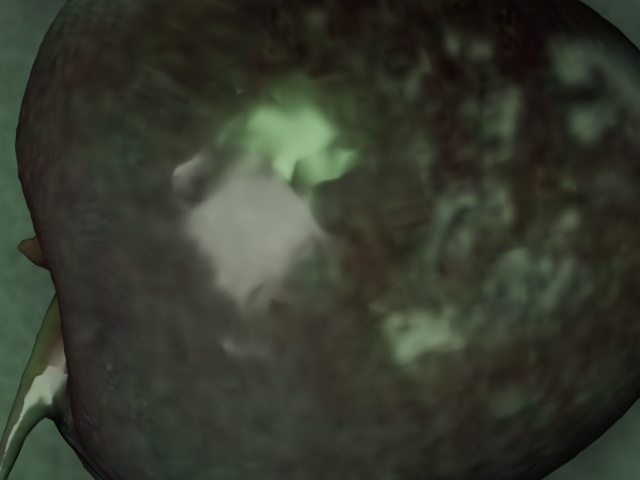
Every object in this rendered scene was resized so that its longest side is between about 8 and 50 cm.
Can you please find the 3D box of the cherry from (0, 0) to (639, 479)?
[{"bbox_3d":[0.000,0.000,0.645,0.266,0.183,0.213,-12,111,-7],"label":"cherry"}]
